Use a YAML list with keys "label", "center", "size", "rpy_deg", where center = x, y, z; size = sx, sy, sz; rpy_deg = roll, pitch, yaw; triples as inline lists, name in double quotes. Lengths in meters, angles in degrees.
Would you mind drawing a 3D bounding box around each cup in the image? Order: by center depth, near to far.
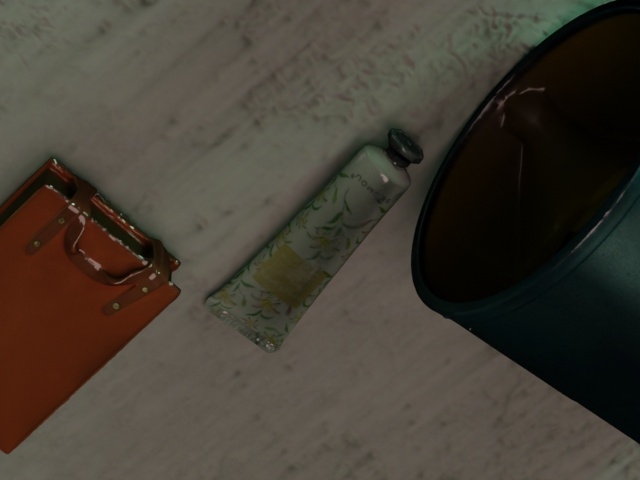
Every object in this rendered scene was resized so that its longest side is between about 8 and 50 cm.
- label: "cup"
  center: [0.255, -0.003, 1.278]
  size: [0.292, 0.308, 0.242]
  rpy_deg: [36, 139, -21]

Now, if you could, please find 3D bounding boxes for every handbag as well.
- label: "handbag"
  center: [-0.203, 0.047, 1.319]
  size: [0.190, 0.063, 0.127]
  rpy_deg: [-42, 113, 16]

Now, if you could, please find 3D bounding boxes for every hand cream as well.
- label: "hand cream"
  center: [0.000, 0.000, 1.330]
  size: [0.067, 0.042, 0.194]
  rpy_deg: [33, 112, -21]
